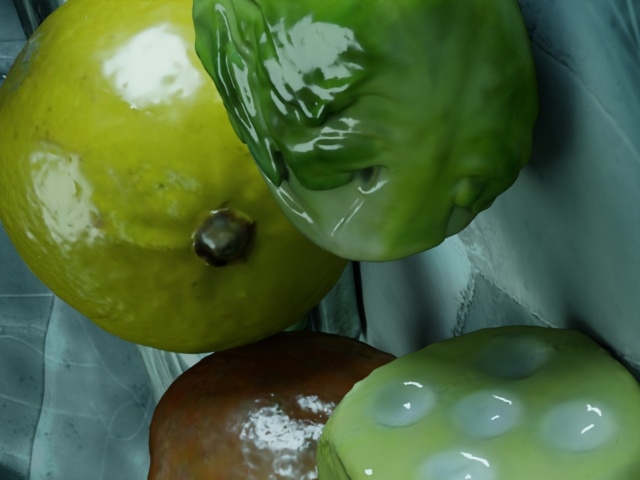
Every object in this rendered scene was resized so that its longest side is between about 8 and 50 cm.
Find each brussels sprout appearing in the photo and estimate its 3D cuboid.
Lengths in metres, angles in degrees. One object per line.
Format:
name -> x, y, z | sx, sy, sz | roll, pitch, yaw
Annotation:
brussels sprout -> 0.031, -0.104, 0.895 | 0.223, 0.161, 0.223 | 34, 143, 30

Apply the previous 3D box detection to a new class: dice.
dice -> 0.106, 0.162, 0.927 | 0.169, 0.169, 0.166 | -129, 22, -53

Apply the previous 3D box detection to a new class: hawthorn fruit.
hawthorn fruit -> 0.019, 0.206, 1.200 | 0.298, 0.277, 0.277 | 2, 116, 37

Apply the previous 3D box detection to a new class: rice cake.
rice cake -> 0.000, 0.000, 1.399 | 0.226, 0.040, 0.085 | 84, 162, -47

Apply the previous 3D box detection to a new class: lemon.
lemon -> -0.098, -0.061, 1.181 | 0.297, 0.297, 0.297 | 160, 90, -77

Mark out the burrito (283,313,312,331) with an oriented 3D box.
burrito -> -0.044, 0.062, 1.469 | 0.288, 0.054, 0.104 | 86, 160, -55
